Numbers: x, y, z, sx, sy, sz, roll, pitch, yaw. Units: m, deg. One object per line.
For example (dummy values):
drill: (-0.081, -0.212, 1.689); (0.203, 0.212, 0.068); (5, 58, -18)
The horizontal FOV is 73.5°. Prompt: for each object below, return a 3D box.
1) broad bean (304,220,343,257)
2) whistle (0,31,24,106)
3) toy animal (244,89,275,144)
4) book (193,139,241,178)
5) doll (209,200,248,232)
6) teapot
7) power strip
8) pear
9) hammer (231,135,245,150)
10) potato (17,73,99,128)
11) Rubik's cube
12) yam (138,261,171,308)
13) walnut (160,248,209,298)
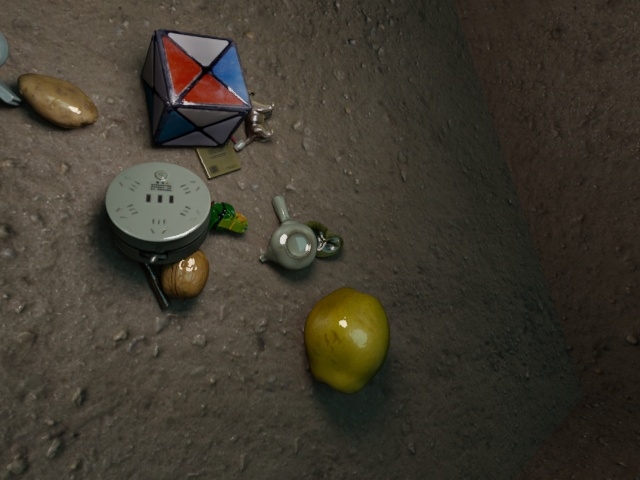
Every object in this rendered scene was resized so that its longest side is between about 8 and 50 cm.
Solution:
broad bean: (0.001, -0.001, 1.952); (0.206, 0.072, 0.153); (24, 66, -15)
whistle: (-1.027, -0.576, 1.330); (0.289, 0.163, 0.163); (45, 61, -20)
toy animal: (-0.281, -0.531, 1.833); (0.168, 0.121, 0.233); (-11, 97, -18)
book: (-0.437, -0.379, 1.752); (0.161, 0.026, 0.231); (-26, 96, -34)
doll: (-0.370, -0.084, 1.686); (0.186, 0.106, 0.134); (14, 32, -46)
teapot: (-0.117, -0.028, 1.822); (0.219, 0.149, 0.319); (17, 73, -22)
power strip: (-0.547, -0.088, 1.464); (0.357, 0.161, 0.358); (9, 55, -13)
pear: (0.107, 0.405, 1.775); (0.362, 0.362, 0.419); (22, 75, -28)
hammer: (-0.356, -0.416, 1.801); (0.052, 0.031, 0.083); (-41, 79, -10)
potato: (-0.868, -0.454, 1.423); (0.234, 0.128, 0.161); (9, 54, -45)
Rubik's cube: (-0.467, -0.536, 1.574); (0.306, 0.310, 0.305); (-10, 82, -33)
yam: (-0.623, 0.093, 1.534); (0.045, 0.045, 0.327); (-25, 97, -4)
walnut: (-0.487, 0.115, 1.549); (0.165, 0.165, 0.197); (22, 73, -28)
